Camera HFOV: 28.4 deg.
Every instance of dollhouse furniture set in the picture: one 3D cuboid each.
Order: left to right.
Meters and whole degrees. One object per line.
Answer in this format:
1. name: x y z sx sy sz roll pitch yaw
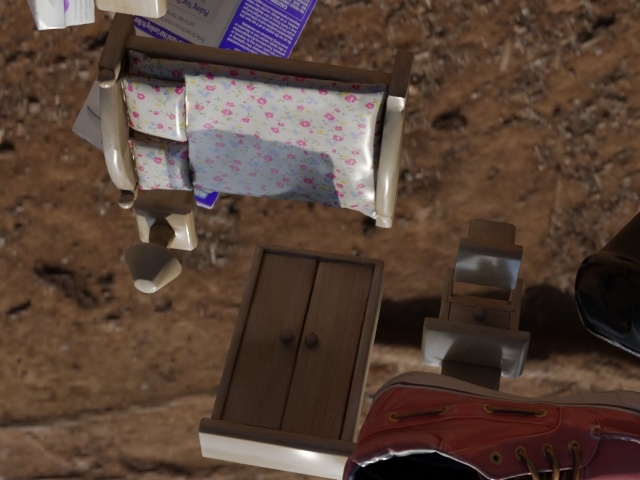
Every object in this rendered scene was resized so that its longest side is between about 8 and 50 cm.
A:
1. dollhouse furniture set: 0.000 0.000 0.828 0.303 0.173 0.355 8 144 6

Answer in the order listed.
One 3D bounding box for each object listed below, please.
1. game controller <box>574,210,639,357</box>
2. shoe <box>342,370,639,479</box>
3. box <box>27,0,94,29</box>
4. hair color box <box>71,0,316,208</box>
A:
1. game controller: 0.292 -0.048 0.768 0.319 0.166 0.067 -43 99 -5
2. shoe: 0.101 0.111 0.603 0.178 0.081 0.063 8 114 16
3. box: -0.317 -0.357 1.386 0.063 0.324 0.067 -11 142 -19
4. hair color box: -0.132 -0.229 1.440 0.110 0.185 0.339 24 97 -45
